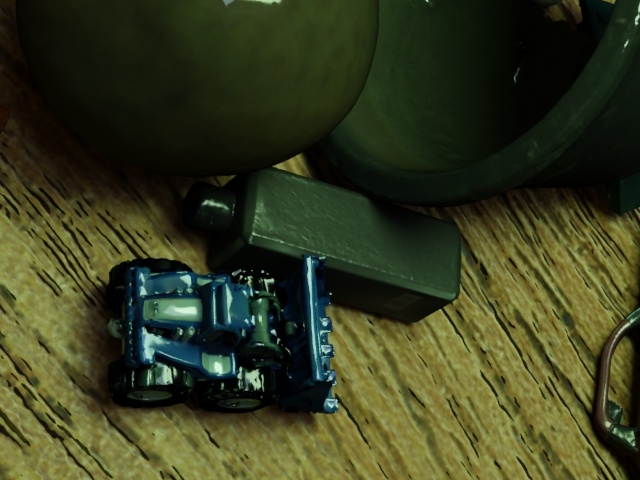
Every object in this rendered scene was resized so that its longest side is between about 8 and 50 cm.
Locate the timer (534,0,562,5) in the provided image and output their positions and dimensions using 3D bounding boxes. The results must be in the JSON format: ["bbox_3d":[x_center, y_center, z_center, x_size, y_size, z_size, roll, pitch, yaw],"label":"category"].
[{"bbox_3d":[0.234,-0.384,1.678,0.194,0.192,0.195,35,57,-14],"label":"timer"}]

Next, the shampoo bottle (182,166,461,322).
[{"bbox_3d":[0.000,0.000,1.458,0.246,0.080,0.079,16,62,-25],"label":"shampoo bottle"}]

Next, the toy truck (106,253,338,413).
[{"bbox_3d":[-0.063,0.072,1.364,0.208,0.126,0.113,7,68,-29],"label":"toy truck"}]

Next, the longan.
[{"bbox_3d":[-0.093,-0.187,1.361,0.297,0.297,0.297,11,66,-26],"label":"longan"}]

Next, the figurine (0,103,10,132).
[{"bbox_3d":[-0.371,-0.054,1.244,0.284,0.204,0.338,4,81,-36],"label":"figurine"}]

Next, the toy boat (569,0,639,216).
[{"bbox_3d":[0.279,-0.142,1.674,0.103,0.093,0.246,-9,63,6],"label":"toy boat"}]

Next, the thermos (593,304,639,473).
[{"bbox_3d":[0.340,0.124,1.589,0.136,0.109,0.330,21,62,-22],"label":"thermos"}]

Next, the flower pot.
[{"bbox_3d":[0.190,-0.174,1.512,0.251,0.379,0.379,22,59,-46],"label":"flower pot"}]
